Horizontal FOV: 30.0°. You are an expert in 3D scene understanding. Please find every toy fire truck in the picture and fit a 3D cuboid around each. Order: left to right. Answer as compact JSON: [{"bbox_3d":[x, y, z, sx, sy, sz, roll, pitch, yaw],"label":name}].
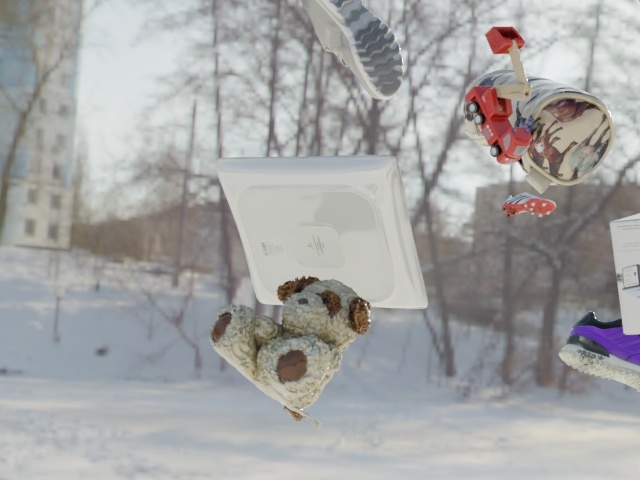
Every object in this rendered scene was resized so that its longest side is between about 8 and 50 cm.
[{"bbox_3d":[0.301,-0.235,1.933,0.047,0.192,0.135,-7,-26,-35],"label":"toy fire truck"}]

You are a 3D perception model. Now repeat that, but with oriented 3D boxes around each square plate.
[{"bbox_3d":[0.000,0.000,2.153,0.343,0.347,0.049,0,39,20],"label":"square plate"}]

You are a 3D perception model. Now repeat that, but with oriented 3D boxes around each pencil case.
[{"bbox_3d":[0.385,-0.214,2.209,0.160,0.183,0.410,50,2,-17],"label":"pencil case"}]

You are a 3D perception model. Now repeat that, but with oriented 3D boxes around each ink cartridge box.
[{"bbox_3d":[0.557,0.051,1.997,0.082,0.191,0.139,-7,4,39],"label":"ink cartridge box"}]

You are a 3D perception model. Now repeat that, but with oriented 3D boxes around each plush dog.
[{"bbox_3d":[-0.017,0.164,1.989,0.262,0.225,0.211,21,-25,46],"label":"plush dog"}]

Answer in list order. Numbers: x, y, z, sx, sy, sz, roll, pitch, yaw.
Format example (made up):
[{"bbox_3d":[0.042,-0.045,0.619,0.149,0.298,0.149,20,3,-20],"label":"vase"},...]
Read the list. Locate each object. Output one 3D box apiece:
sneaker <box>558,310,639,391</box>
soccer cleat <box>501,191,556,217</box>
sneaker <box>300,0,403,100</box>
[{"bbox_3d":[0.637,0.218,2.377,0.293,0.146,0.102,20,-22,21],"label":"sneaker"},{"bbox_3d":[0.282,-0.051,1.609,0.083,0.036,0.029,-6,-48,45],"label":"soccer cleat"},{"bbox_3d":[0.060,-0.386,2.282,0.105,0.281,0.115,-26,-7,-31],"label":"sneaker"}]
